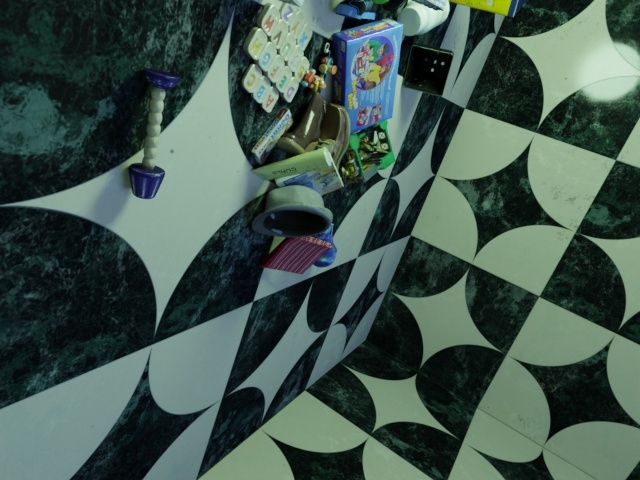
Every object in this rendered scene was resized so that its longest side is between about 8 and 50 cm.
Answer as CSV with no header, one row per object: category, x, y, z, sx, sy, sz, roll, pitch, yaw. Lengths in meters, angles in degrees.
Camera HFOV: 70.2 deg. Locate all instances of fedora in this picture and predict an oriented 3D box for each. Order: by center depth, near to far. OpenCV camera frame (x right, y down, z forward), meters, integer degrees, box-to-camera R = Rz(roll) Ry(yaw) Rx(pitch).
fedora,-0.094,-0.106,1.542,0.243,0.276,0.124,123,-34,-62

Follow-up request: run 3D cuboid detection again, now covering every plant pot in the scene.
plant pot,0.501,-0.787,2.062,0.167,0.188,0.188,-54,159,-48

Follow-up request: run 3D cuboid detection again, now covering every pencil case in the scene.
pencil case,0.000,0.000,1.937,0.306,0.133,0.119,77,10,-59

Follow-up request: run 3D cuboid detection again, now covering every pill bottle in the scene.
pill bottle,0.398,-0.883,1.779,0.229,0.131,0.131,-43,151,-37

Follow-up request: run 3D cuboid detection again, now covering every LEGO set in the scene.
LEGO set,0.142,-0.359,1.845,0.331,0.192,0.254,-49,125,-36

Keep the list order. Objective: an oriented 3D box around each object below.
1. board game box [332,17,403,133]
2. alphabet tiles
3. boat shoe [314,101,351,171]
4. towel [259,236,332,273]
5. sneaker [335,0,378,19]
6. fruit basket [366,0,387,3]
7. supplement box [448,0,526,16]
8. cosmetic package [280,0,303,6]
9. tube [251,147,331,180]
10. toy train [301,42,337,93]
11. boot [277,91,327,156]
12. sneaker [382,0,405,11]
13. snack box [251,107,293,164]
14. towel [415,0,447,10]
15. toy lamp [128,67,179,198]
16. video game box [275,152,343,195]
board game box,0.157,-0.562,1.589,0.233,0.078,0.347,-26,141,-23
alphabet tiles,-0.112,-0.509,1.264,0.277,0.021,0.284,-61,158,-2
boat shoe,0.018,-0.323,1.624,0.120,0.123,0.323,-29,141,-44
towel,-0.091,0.057,1.780,0.199,0.031,0.275,-43,150,20
sneaker,0.118,-0.744,1.420,0.232,0.082,0.090,-41,148,-54
fruit basket,0.207,-0.830,1.193,0.392,0.283,0.391,-13,114,-31
supplement box,0.668,-1.075,1.839,0.194,0.357,0.195,-49,154,-28
cosmetic package,-0.060,-0.684,1.055,0.231,0.117,0.085,-64,158,9
tube,-0.087,-0.228,1.412,0.062,0.240,0.070,-79,153,-53
toy train,0.005,-0.527,1.430,0.166,0.046,0.125,-59,166,-14
boot,-0.054,-0.375,1.451,0.248,0.090,0.206,-7,115,-77
sneaker,0.310,-0.926,1.588,0.283,0.107,0.124,-66,163,10
snack box,-0.146,-0.321,1.399,0.178,0.022,0.064,-56,158,-14
towel,0.306,-0.893,1.435,0.121,0.284,0.235,-107,-144,-58
toy lamp,-0.364,-0.223,0.984,0.080,0.080,0.274,-19,131,-59
video game box,-0.037,-0.206,1.582,0.205,0.048,0.187,-21,158,7
